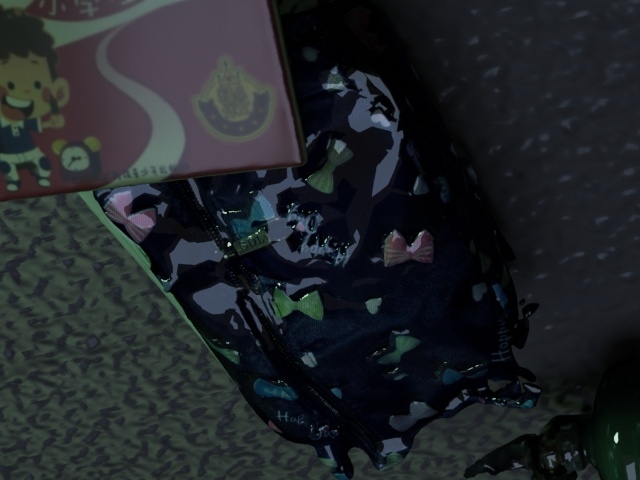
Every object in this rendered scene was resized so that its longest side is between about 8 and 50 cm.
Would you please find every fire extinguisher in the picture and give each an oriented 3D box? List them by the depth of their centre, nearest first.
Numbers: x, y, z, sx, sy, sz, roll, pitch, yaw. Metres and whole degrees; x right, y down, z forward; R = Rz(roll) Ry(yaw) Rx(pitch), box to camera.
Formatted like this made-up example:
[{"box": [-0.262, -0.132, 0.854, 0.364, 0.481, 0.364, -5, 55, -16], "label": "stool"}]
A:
[{"box": [0.228, 0.104, 0.996, 0.294, 0.118, 0.093, -6, 101, 13], "label": "fire extinguisher"}]

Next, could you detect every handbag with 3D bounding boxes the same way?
[{"box": [0.000, 0.000, 0.894, 0.162, 0.113, 0.260, -23, 128, 15], "label": "handbag"}]

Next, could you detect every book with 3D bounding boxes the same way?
[{"box": [-0.103, -0.129, 0.767, 0.162, 0.022, 0.232, -6, 113, 12], "label": "book"}]

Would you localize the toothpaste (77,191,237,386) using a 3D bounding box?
[{"box": [-0.059, 0.024, 0.982, 0.064, 0.041, 0.218, -17, 128, 22], "label": "toothpaste"}]
